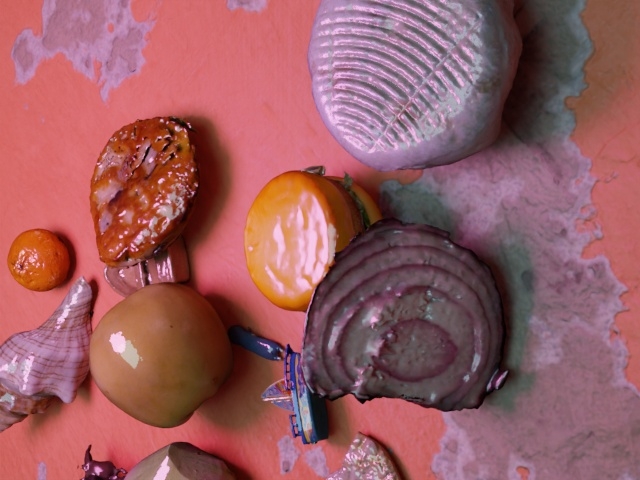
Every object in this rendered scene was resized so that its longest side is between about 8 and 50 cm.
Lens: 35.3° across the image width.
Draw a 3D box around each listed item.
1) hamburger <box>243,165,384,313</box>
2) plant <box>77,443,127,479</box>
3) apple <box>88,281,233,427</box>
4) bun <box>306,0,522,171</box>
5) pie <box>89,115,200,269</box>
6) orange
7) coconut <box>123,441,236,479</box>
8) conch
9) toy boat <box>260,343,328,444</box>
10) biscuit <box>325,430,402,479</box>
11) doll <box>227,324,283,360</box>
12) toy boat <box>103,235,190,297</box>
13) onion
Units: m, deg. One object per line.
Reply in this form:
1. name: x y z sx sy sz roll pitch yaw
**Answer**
1. hamburger: 0.001 0.000 1.614 0.246 0.170 0.246 -3 86 46
2. plant: -0.410 0.537 1.928 0.204 0.234 0.178 14 123 13
3. apple: -0.283 0.201 1.792 0.262 0.262 0.262 2 94 36
4. bun: 0.142 -0.262 1.482 0.354 0.194 0.354 0 90 34
5. pie: -0.329 -0.103 1.869 0.308 0.085 0.308 -18 62 37
6. orange: -0.587 0.040 2.080 0.136 0.117 0.135 -3 84 34
7. coconut: -0.248 0.463 1.804 0.205 0.236 0.235 -12 84 -5
8. conch: -0.575 0.255 2.057 0.203 0.169 0.386 36 117 2
9. toy boat: -0.053 0.264 1.714 0.110 0.091 0.175 -12 80 19
10. biscuit: 0.064 0.449 1.671 0.188 0.040 0.265 6 95 36
11. doll: -0.117 0.184 1.800 0.125 0.027 0.037 21 105 31
12. toy boat: -0.334 0.050 1.929 0.188 0.061 0.116 -13 86 36
13. onion: 0.129 0.110 1.515 0.314 0.146 0.280 11 93 -8
